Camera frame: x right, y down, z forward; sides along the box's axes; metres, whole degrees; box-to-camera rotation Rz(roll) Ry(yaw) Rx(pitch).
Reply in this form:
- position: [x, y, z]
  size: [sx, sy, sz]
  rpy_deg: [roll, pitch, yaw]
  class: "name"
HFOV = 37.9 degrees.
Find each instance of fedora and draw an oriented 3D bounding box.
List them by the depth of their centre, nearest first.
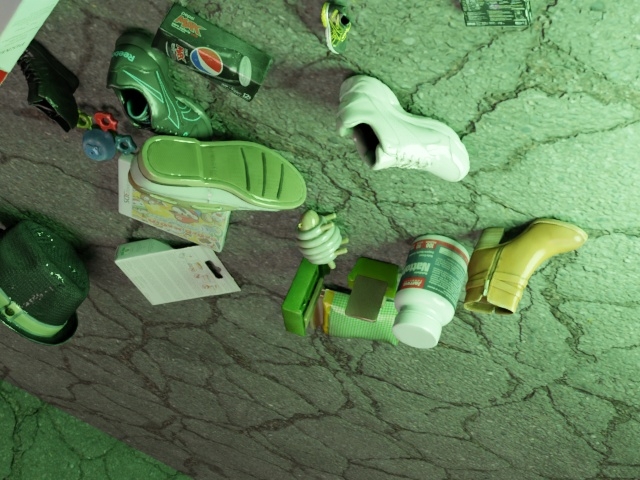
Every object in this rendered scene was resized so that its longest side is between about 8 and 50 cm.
- position: [-0.638, 0.069, 2.107]
  size: [0.152, 0.334, 0.334]
  rpy_deg: [-36, 125, 15]
  class: "fedora"

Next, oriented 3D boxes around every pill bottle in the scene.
- position: [0.188, 0.090, 1.626]
  size: [0.108, 0.180, 0.108]
  rpy_deg: [15, 149, 10]
  class: "pill bottle"

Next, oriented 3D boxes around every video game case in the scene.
- position: [-0.287, -0.071, 1.822]
  size: [0.227, 0.026, 0.206]
  rpy_deg: [21, 150, 0]
  class: "video game case"

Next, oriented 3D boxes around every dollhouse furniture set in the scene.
- position: [0.052, 0.169, 1.866]
  size: [0.197, 0.151, 0.301]
  rpy_deg: [14, 149, 13]
  class: "dollhouse furniture set"

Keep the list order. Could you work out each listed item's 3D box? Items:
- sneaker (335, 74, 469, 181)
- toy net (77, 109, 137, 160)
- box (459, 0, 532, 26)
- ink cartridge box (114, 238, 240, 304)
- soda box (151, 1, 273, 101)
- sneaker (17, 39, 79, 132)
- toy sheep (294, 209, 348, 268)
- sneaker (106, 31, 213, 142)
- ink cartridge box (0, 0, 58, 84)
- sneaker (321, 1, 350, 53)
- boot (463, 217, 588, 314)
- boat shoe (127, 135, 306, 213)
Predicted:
- position: [0.113, -0.136, 1.373]
  size: [0.232, 0.115, 0.090]
  rpy_deg: [29, 149, -13]
  class: "sneaker"
- position: [-0.329, -0.179, 1.666]
  size: [0.232, 0.045, 0.122]
  rpy_deg: [10, 130, 14]
  class: "toy net"
- position: [0.215, -0.295, 1.151]
  size: [0.083, 0.018, 0.067]
  rpy_deg: [5, 146, 26]
  class: "box"
- position: [-0.309, 0.060, 2.044]
  size: [0.224, 0.056, 0.181]
  rpy_deg: [-12, 140, 16]
  class: "ink cartridge box"
- position: [-0.159, -0.276, 1.376]
  size: [0.169, 0.060, 0.053]
  rpy_deg: [28, 148, -10]
  class: "soda box"
- position: [-0.469, -0.264, 1.563]
  size: [0.170, 0.089, 0.051]
  rpy_deg: [39, 145, -28]
  class: "sneaker"
- position: [0.000, 0.000, 1.697]
  size: [0.091, 0.091, 0.132]
  rpy_deg: [-5, 123, 37]
  class: "toy sheep"
- position: [-0.267, -0.210, 1.509]
  size: [0.101, 0.106, 0.267]
  rpy_deg: [0, 145, 28]
  class: "sneaker"
- position: [-0.530, -0.370, 1.278]
  size: [0.385, 0.091, 0.308]
  rpy_deg: [-32, 96, 46]
  class: "ink cartridge box"
- position: [0.025, -0.287, 1.271]
  size: [0.035, 0.031, 0.083]
  rpy_deg: [7, 147, 23]
  class: "sneaker"
- position: [0.326, 0.048, 1.498]
  size: [0.197, 0.152, 0.073]
  rpy_deg: [-9, 138, 41]
  class: "boot"
- position: [-0.173, -0.104, 1.562]
  size: [0.302, 0.113, 0.103]
  rpy_deg: [12, 154, -28]
  class: "boat shoe"
